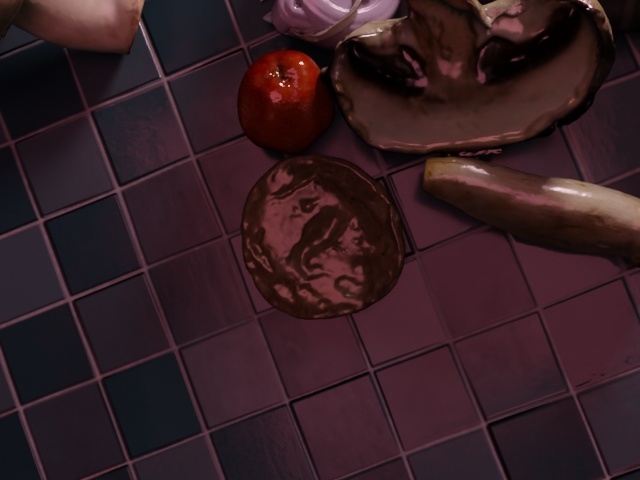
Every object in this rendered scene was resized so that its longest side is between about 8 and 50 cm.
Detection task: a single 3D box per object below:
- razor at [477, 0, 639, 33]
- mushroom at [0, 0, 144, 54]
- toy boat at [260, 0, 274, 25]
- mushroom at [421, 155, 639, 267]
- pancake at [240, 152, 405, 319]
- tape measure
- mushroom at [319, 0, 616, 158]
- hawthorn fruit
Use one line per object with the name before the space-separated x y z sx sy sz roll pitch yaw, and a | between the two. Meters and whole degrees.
razor | 0.305 -0.378 0.989 0.348 0.113 0.205 4 89 7
mushroom | -0.427 -0.377 0.969 0.355 0.315 0.315 -2 88 13
toy boat | -0.038 -0.371 1.069 0.105 0.034 0.149 -9 75 8
mushroom | 0.296 -0.041 0.985 0.333 0.107 0.087 12 53 6
pancake | 0.000 0.000 1.042 0.241 0.050 0.242 1 94 13
tape measure | 0.026 -0.354 0.998 0.178 0.105 0.196 1 82 -19
mushroom | 0.183 -0.229 0.951 0.344 0.130 0.247 -16 125 20
hawthorn fruit | -0.051 -0.188 0.999 0.132 0.138 0.133 0 59 0
